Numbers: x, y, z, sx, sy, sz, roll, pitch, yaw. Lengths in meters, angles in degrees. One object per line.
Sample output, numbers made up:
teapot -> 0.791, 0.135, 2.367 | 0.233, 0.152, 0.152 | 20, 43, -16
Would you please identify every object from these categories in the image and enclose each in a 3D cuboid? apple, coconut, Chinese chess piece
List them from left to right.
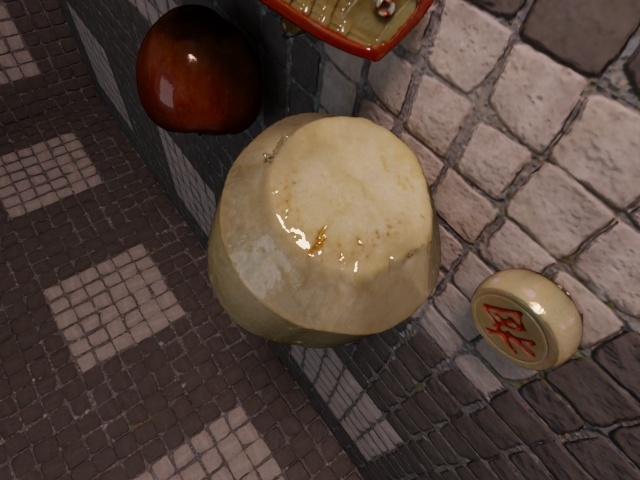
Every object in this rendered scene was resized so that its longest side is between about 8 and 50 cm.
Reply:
apple -> -0.213, -0.297, 0.745 | 0.230, 0.230, 0.229 | 45, 152, 31
coconut -> 0.000, 0.000, 0.565 | 0.323, 0.323, 0.322 | 45, 152, 31
Chinese chess piece -> 0.236, 0.092, 0.483 | 0.122, 0.051, 0.122 | 44, 152, 31

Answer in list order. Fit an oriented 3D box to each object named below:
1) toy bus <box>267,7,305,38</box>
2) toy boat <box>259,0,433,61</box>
toy bus -> -0.023, -0.335, 0.455 | 0.103, 0.091, 0.181 | 20, 135, 58
toy boat -> -0.067, -0.303, 0.338 | 0.392, 0.079, 0.136 | 28, 131, -26
